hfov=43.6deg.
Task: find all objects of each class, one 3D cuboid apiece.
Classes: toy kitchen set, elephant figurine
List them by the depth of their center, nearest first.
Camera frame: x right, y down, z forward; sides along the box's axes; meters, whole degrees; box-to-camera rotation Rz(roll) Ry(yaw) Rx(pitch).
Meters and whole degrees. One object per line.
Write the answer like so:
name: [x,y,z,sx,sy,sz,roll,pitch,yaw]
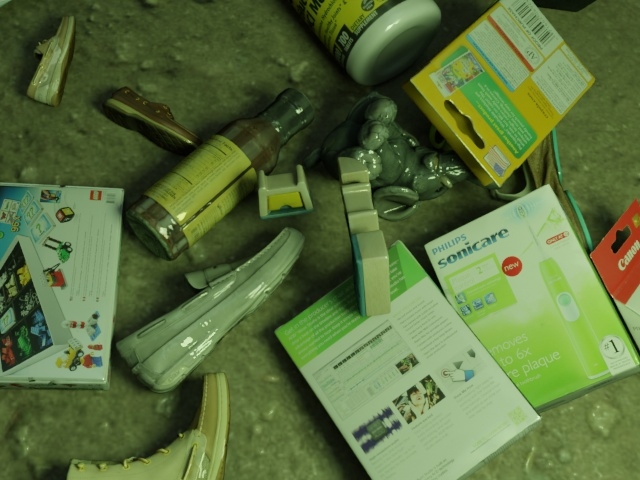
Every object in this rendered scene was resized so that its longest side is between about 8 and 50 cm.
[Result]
toy kitchen set: [0.000,0.000,1.132,0.166,0.122,0.207,-9,47,-1]
elephant figurine: [0.132,-0.111,1.278,0.239,0.186,0.169,31,96,-30]

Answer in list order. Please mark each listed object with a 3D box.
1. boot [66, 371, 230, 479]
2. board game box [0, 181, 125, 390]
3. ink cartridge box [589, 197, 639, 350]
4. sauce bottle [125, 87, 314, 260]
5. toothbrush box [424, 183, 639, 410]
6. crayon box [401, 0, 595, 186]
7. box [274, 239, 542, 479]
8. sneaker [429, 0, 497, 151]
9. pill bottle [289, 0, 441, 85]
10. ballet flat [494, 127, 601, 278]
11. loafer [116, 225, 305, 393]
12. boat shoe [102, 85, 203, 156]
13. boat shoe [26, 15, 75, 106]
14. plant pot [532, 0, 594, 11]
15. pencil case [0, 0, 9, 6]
boot: [-0.228,0.293,1.063,0.203,0.095,0.262,8,69,-4]
board game box: [-0.393,0.063,1.162,0.193,0.053,0.305,3,65,-8]
ink cartridge box: [0.519,0.067,1.228,0.181,0.056,0.224,-40,107,-37]
sauce bottle: [-0.145,-0.113,1.252,0.111,0.111,0.344,42,65,11]
toothbrush box: [0.309,0.096,1.170,0.206,0.122,0.283,-27,67,18]
crayon box: [0.267,-0.231,1.231,0.203,0.083,0.323,49,57,-5]
box: [0.115,0.188,1.117,0.232,0.058,0.322,-35,66,-1]
sneaker: [0.277,-0.281,1.397,0.109,0.123,0.295,29,82,-9]
pill bottle: [0.040,-0.447,1.389,0.188,0.188,0.334,-31,73,-20]
ballet flat: [0.355,-0.073,1.319,0.124,0.116,0.342,-13,66,8]
loafer: [-0.152,0.080,1.160,0.111,0.112,0.319,45,67,3]
boat shoe: [-0.264,-0.197,1.295,0.178,0.064,0.060,28,67,7]
boat shoe: [-0.443,-0.303,1.317,0.059,0.063,0.170,10,65,-10]
plant pot: [0.459,-0.540,1.507,0.188,0.167,0.187,5,66,-6]
pencil case: [-0.586,-0.412,1.318,0.124,0.113,0.273,41,66,0]
